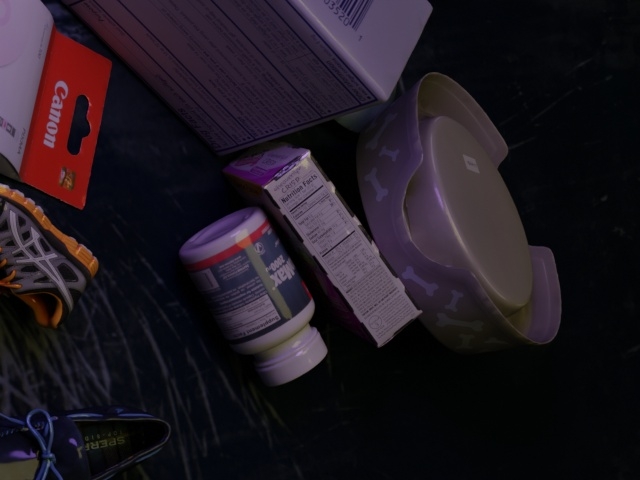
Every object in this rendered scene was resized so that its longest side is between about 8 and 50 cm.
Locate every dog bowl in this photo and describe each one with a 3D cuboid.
[{"bbox_3d":[0.162,-0.022,2.218,0.349,0.102,0.349,48,28,-36],"label":"dog bowl"}]

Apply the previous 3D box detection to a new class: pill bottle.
[{"bbox_3d":[-0.069,0.064,2.041,0.108,0.108,0.180,-41,108,-42],"label":"pill bottle"}]

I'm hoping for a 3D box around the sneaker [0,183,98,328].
[{"bbox_3d":[-0.301,0.010,1.802,0.215,0.084,0.083,39,60,-40],"label":"sneaker"}]

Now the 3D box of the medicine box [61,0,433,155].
[{"bbox_3d":[-0.080,-0.253,1.989,0.263,0.289,0.149,45,54,-26],"label":"medicine box"}]

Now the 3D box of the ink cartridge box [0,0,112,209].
[{"bbox_3d":[-0.308,-0.162,1.912,0.232,0.066,0.189,24,62,-33],"label":"ink cartridge box"}]

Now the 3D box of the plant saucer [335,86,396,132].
[{"bbox_3d":[0.044,-0.229,2.260,0.195,0.037,0.195,27,55,-45],"label":"plant saucer"}]

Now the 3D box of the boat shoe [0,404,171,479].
[{"bbox_3d":[-0.260,0.202,1.830,0.258,0.089,0.109,-21,93,-45],"label":"boat shoe"}]

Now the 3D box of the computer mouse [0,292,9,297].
[{"bbox_3d":[-0.383,0.016,1.801,0.193,0.042,0.106,3,81,-49],"label":"computer mouse"}]

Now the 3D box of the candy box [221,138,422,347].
[{"bbox_3d":[0.000,0.000,2.084,0.071,0.159,0.233,-38,108,-10],"label":"candy box"}]
